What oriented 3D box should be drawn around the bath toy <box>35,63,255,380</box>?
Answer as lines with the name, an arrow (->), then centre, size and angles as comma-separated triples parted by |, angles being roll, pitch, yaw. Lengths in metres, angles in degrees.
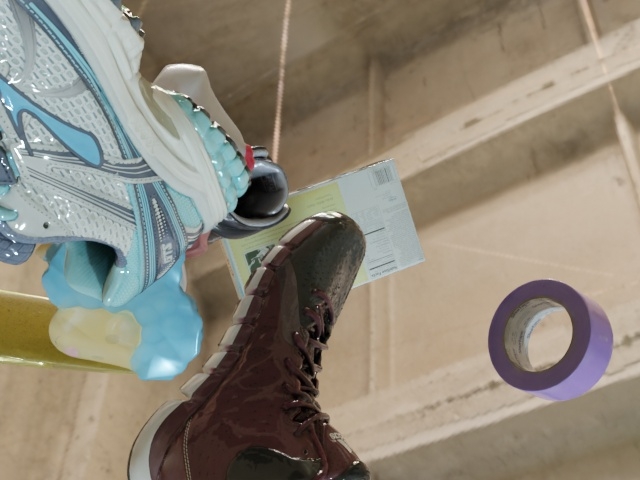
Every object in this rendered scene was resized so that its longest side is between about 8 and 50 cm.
bath toy -> -0.124, -0.032, 0.734 | 0.151, 0.129, 0.348 | -48, -163, 21

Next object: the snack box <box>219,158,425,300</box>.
snack box -> 0.000, 0.000, 1.529 | 0.321, 0.187, 0.060 | -20, -173, -14

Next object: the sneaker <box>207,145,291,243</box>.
sneaker -> -0.086, -0.056, 1.028 | 0.153, 0.101, 0.268 | -15, -167, 32

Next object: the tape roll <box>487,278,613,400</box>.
tape roll -> 0.376, 0.163, 1.494 | 0.189, 0.080, 0.189 | -21, -122, 37

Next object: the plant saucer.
plant saucer -> -0.423, 0.105, 1.113 | 0.332, 0.332, 0.081 | -8, -108, 54

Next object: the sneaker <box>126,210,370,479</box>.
sneaker -> -0.006, 0.114, 0.695 | 0.162, 0.106, 0.281 | 22, -111, 37

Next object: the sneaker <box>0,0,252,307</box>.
sneaker -> -0.134, -0.055, 0.399 | 0.110, 0.283, 0.122 | 27, -103, 37
